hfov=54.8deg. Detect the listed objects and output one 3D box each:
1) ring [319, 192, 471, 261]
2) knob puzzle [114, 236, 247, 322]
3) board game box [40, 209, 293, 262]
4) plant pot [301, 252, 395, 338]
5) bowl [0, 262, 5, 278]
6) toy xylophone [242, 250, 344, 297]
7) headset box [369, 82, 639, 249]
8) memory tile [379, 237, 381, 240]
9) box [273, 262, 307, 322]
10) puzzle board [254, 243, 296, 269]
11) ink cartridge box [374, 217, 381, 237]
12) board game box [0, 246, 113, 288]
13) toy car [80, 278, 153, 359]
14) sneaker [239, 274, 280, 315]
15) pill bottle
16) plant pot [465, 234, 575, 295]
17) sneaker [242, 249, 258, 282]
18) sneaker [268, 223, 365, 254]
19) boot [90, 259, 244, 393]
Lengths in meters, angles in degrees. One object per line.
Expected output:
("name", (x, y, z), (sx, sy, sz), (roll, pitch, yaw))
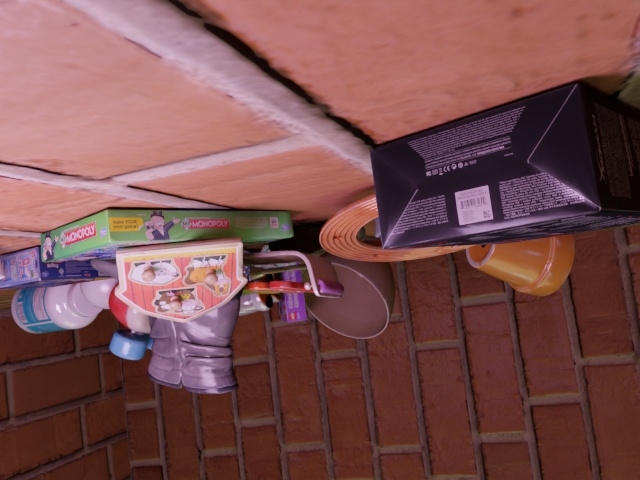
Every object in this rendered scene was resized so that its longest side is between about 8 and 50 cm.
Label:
("ring", (0.163, -0.033, 0.968), (0.336, 0.032, 0.336), (-6, 161, -2))
("knob puzzle", (-0.202, 0.074, 0.909), (0.213, 0.030, 0.213), (-10, 144, -8))
("board game box", (-0.229, -0.007, 0.952), (0.213, 0.046, 0.317), (-13, 172, 43))
("plant pot", (0.104, 0.119, 1.807), (0.284, 0.284, 0.191), (-12, -152, 40))
("bowl", (-0.584, 0.042, 0.955), (0.142, 0.053, 0.142), (-9, 175, 30))
("toy xylophone", (-0.104, 0.073, 1.169), (0.322, 0.081, 0.236), (-6, 171, 31))
("headset box", (0.229, -0.060, 0.661), (0.218, 0.110, 0.293), (-12, 173, 42))
("memory tile", (0.200, -0.021, 1.266), (0.113, 0.012, 0.148), (7, -159, 34))
("box", (-0.095, 0.133, 1.792), (0.057, 0.201, 0.293), (-7, 174, -9))
("puzzle board", (-0.102, 0.045, 1.539), (0.128, 0.011, 0.096), (-3, 132, -38))
("ink cartridge box", (0.213, -0.046, 1.130), (0.206, 0.045, 0.208), (-6, 176, -4))
("board game box", (-0.522, 0.055, 1.138), (0.194, 0.060, 0.194), (-8, 175, 18))
("toy car", (-0.415, 0.100, 1.320), (0.238, 0.219, 0.210), (22, -175, 16))
("sneaker", (-0.185, 0.143, 1.650), (0.121, 0.099, 0.262), (-21, 180, 6))
("pill bottle", (-0.668, 0.160, 1.592), (0.264, 0.146, 0.146), (-11, 174, 36))
("plant pot", (0.460, 0.018, 1.472), (0.187, 0.205, 0.205), (10, 170, -17))
("sneaker", (-0.272, 0.091, 1.639), (0.297, 0.111, 0.129), (-9, 179, 21))
("sneaker", (0.000, 0.000, 1.223), (0.192, 0.064, 0.086), (-13, 168, 20))
("boot", (-0.287, 0.137, 1.081), (0.338, 0.223, 0.118), (14, -168, 31))
